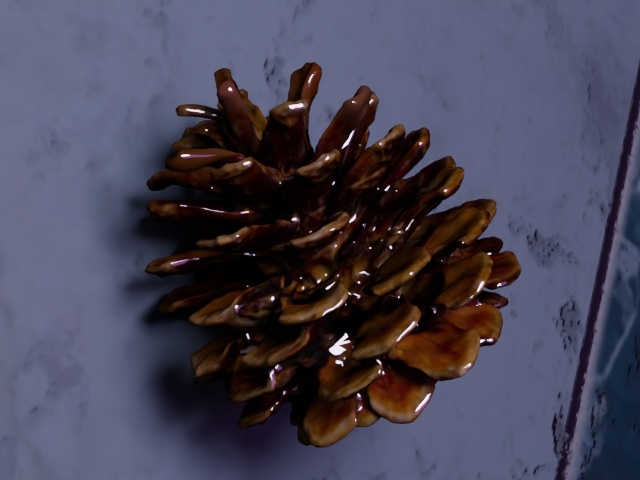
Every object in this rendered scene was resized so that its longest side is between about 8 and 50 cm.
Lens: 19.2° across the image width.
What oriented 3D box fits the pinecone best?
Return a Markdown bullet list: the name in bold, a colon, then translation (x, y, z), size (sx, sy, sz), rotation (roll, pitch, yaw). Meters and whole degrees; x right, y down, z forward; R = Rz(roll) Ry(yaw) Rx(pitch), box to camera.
- **pinecone**: translation (-0.006, -0.003, 0.859), size (0.163, 0.163, 0.165), rotation (-45, 108, -38)
